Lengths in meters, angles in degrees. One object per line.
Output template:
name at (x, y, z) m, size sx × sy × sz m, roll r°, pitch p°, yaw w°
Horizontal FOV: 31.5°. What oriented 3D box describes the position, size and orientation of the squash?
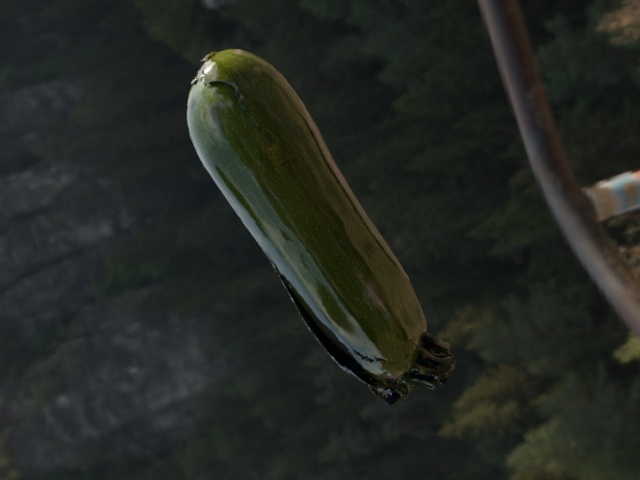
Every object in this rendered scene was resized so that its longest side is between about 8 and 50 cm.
squash at (0.000, 0.000, 0.484) m, size 0.183 × 0.052 × 0.052 m, roll 59°, pitch 168°, yaw -22°
